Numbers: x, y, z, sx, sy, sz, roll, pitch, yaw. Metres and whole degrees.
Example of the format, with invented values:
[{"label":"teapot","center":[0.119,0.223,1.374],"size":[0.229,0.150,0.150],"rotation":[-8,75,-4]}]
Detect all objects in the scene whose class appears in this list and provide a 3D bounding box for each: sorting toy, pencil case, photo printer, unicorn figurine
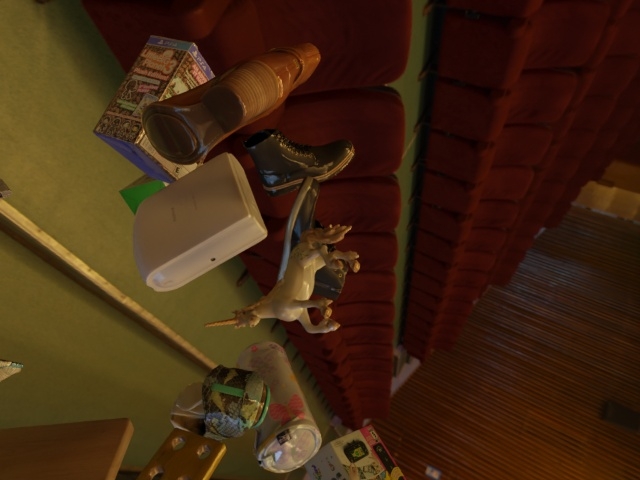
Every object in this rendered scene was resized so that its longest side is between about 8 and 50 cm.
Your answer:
[{"label":"sorting toy","center":[-0.203,0.198,0.290],"size":[0.132,0.274,0.047],"rotation":[-95,179,-60]},{"label":"pencil case","center":[-0.096,0.328,0.862],"size":[0.124,0.273,0.114],"rotation":[-30,122,-6]},{"label":"photo printer","center":[-0.298,-0.041,0.983],"size":[0.307,0.256,0.107],"rotation":[-29,142,5]},{"label":"unicorn figurine","center":[-0.027,0.054,0.455],"size":[0.162,0.111,0.060],"rotation":[-58,139,-29]}]

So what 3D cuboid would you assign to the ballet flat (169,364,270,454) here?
[{"label":"ballet flat","center":[-0.108,0.159,0.401],"size":[0.070,0.070,0.188],"rotation":[-48,179,-44]}]

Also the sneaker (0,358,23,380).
[{"label":"sneaker","center":[-0.914,0.375,1.180],"size":[0.191,0.071,0.083],"rotation":[110,-11,-72]}]

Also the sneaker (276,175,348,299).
[{"label":"sneaker","center":[0.000,0.000,0.721],"size":[0.083,0.117,0.222],"rotation":[-77,179,-57]}]

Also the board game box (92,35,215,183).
[{"label":"board game box","center":[-0.389,-0.322,1.088],"size":[0.291,0.141,0.232],"rotation":[-66,159,-14]}]

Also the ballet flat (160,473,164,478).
[{"label":"ballet flat","center":[-0.294,0.518,0.729],"size":[0.079,0.076,0.222],"rotation":[13,89,-49]}]

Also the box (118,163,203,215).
[{"label":"box","center":[-0.615,-0.219,1.687],"size":[0.231,0.261,0.127],"rotation":[-56,131,-47]}]

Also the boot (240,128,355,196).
[{"label":"boot","center":[-0.040,-0.174,0.807],"size":[0.197,0.077,0.137],"rotation":[-27,137,1]}]

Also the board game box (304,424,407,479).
[{"label":"board game box","center":[0.123,0.584,0.923],"size":[0.097,0.303,0.224],"rotation":[-45,150,17]}]

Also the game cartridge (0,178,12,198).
[{"label":"game cartridge","center":[-0.588,-0.082,0.726],"size":[0.083,0.056,0.017],"rotation":[-30,140,-39]}]

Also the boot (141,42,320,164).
[{"label":"boot","center":[-0.148,-0.234,0.687],"size":[0.109,0.283,0.220],"rotation":[57,47,-20]}]
